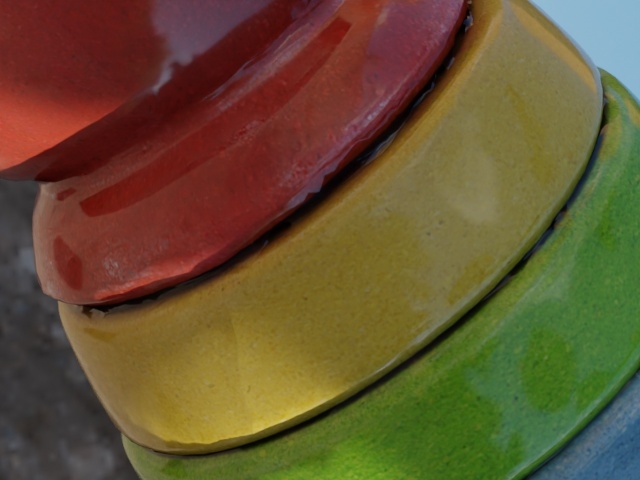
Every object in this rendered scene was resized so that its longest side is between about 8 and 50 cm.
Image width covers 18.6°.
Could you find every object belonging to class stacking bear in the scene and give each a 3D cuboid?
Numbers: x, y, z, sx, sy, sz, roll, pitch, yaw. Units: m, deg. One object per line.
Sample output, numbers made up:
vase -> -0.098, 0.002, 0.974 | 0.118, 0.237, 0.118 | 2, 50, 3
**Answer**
stacking bear -> 0.000, 0.000, 0.461 | 0.289, 0.164, 0.175 | 51, 25, -22
